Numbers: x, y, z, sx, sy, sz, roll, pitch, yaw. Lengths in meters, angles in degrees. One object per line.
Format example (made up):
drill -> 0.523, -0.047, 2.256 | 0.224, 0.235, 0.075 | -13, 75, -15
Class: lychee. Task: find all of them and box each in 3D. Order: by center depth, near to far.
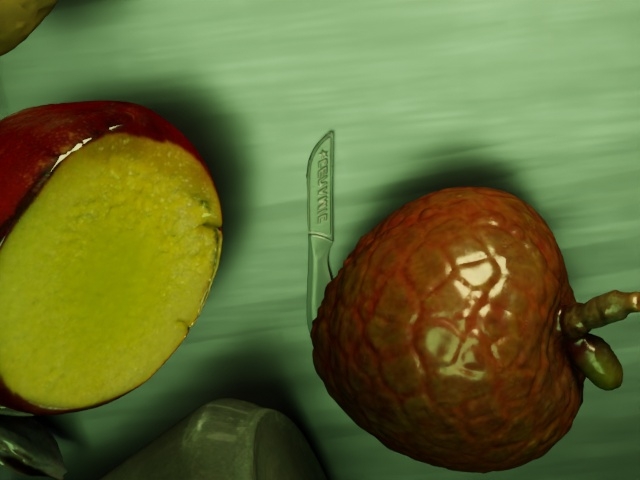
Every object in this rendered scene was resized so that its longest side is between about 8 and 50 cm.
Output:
lychee -> 0.131, 0.076, 0.935 | 0.300, 0.255, 0.255 | -11, 104, 19

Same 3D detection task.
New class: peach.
peach -> -0.224, -0.002, 0.946 | 0.245, 0.248, 0.274 | 33, 98, 20

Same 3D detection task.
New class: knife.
knife -> 0.000, 0.000, 1.039 | 0.028, 0.015, 0.210 | 3, 105, 12

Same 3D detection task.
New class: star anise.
star anise -> -0.338, 0.158, 1.080 | 0.236, 0.093, 0.229 | -41, 92, 10

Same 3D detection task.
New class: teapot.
teapot -> -0.171, 0.314, 1.001 | 0.344, 0.300, 0.253 | -23, 85, 15

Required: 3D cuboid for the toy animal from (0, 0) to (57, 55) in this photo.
toy animal -> -0.301, -0.224, 0.886 | 0.169, 0.281, 0.195 | 10, 106, -18
